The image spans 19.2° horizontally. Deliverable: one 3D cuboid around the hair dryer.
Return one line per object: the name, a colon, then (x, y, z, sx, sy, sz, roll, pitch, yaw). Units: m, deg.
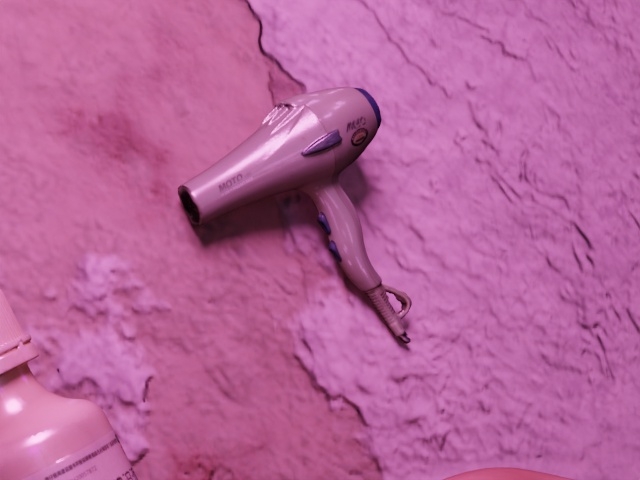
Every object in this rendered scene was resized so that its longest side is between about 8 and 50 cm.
hair dryer: (-0.018, -0.003, 1.366, 0.167, 0.067, 0.199, -15, 99, -28)

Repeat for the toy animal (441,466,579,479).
toy animal: (0.070, 0.253, 1.239, 0.326, 0.269, 0.237, -9, 80, -69)

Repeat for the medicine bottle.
medicine bottle: (-0.171, 0.153, 1.155, 0.114, 0.114, 0.252, -26, 91, -38)
